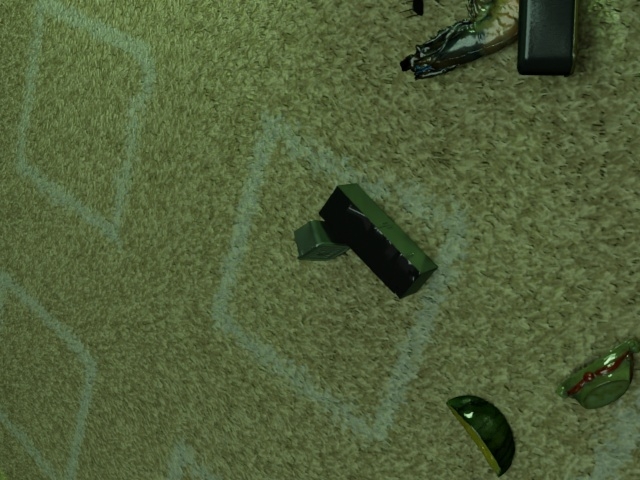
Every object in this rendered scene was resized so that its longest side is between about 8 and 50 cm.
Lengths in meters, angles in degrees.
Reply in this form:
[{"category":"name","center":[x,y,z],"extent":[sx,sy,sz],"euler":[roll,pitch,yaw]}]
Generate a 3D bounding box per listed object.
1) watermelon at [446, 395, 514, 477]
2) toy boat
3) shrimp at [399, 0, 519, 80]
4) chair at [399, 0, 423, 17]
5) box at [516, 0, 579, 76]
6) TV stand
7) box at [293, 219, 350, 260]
[{"category":"watermelon","center":[0.344,0.387,1.397],"extent":[0.181,0.075,0.092],"euler":[53,168,19]},{"category":"toy boat","center":[0.507,0.252,1.229],"extent":[0.089,0.071,0.185],"euler":[31,125,-19]},{"category":"shrimp","center":[0.254,-0.438,1.288],"extent":[0.290,0.054,0.222],"euler":[-28,89,29]},{"category":"chair","center":[0.198,-0.473,1.353],"extent":[0.086,0.037,0.042],"euler":[-6,82,41]},{"category":"box","center":[0.383,-0.381,1.150],"extent":[0.090,0.144,0.201],"euler":[2,101,13]},{"category":"TV stand","center":[0.122,-0.002,1.466],"extent":[0.269,0.083,0.088],"euler":[46,121,20]},{"category":"box","center":[0.000,0.000,1.537],"extent":[0.084,0.122,0.069],"euler":[-30,68,35]}]
